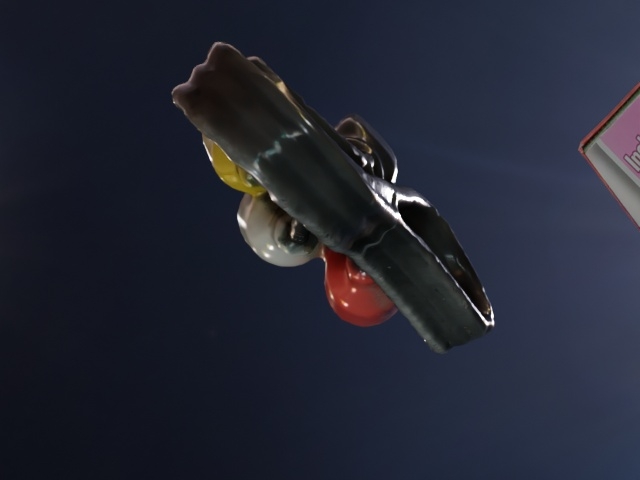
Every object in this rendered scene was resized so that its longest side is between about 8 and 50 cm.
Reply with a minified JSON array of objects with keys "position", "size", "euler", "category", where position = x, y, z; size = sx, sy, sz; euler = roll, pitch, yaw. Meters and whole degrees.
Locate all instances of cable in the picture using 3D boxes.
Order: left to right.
[{"position":[0.000,0.000,0.648],"size":[0.072,0.139,0.287],"euler":[-39,180,7],"category":"cable"}]

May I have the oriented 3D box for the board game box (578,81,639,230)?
[{"position":[0.262,0.015,0.657],"size":[0.064,0.316,0.242],"euler":[-22,161,-39],"category":"board game box"}]
